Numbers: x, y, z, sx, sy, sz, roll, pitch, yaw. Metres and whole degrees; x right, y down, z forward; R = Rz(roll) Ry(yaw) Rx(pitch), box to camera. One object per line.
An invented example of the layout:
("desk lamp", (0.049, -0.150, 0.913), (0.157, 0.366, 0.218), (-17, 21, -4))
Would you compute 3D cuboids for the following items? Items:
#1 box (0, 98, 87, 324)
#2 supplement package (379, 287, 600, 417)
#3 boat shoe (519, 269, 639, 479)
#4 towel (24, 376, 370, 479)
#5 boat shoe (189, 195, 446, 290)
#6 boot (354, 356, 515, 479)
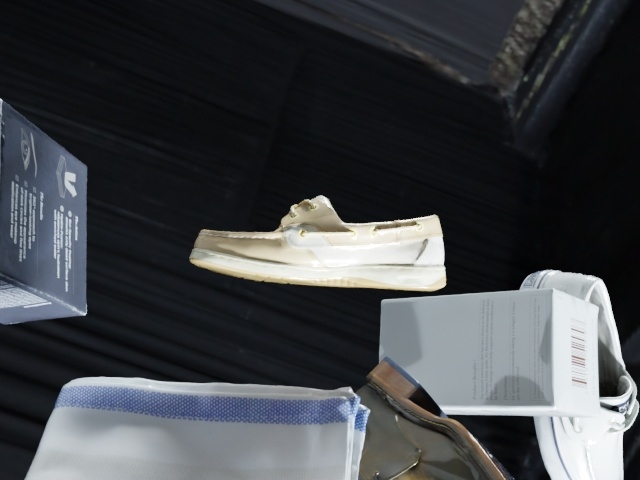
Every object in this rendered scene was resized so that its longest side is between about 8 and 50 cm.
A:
("box", (-0.286, -0.018, 0.806), (0.158, 0.093, 0.156), (52, 32, -68))
("supplement package", (0.154, 0.108, 0.825), (0.179, 0.105, 0.105), (-7, -106, 37))
("boat shoe", (0.275, 0.156, 0.900), (0.088, 0.096, 0.268), (-1, -75, 50))
("towel", (-0.086, 0.191, 0.488), (0.285, 0.209, 0.034), (-81, 170, -48))
("boat shoe", (0.000, 0.000, 0.589), (0.063, 0.170, 0.059), (163, -69, -77))
("boot", (0.067, 0.173, 0.619), (0.106, 0.082, 0.219), (-43, -152, -5))
